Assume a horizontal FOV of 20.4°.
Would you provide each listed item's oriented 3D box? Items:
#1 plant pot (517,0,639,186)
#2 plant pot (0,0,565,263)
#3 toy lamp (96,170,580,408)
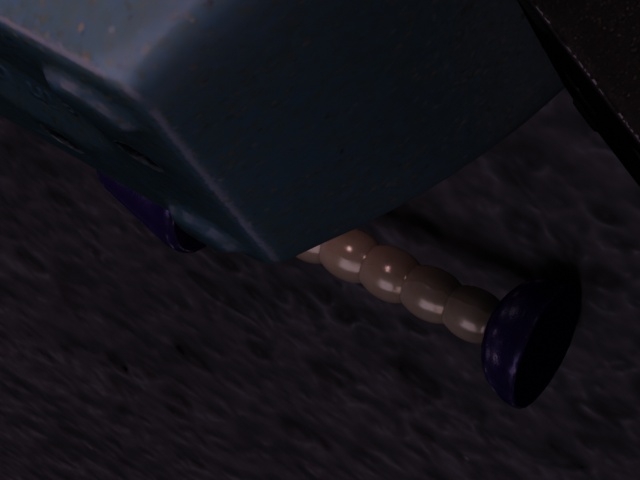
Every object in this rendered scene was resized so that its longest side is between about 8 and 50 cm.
[{"bbox_3d":[0.155,-0.056,0.449,0.187,0.167,0.188,55,-174,18],"label":"plant pot"},{"bbox_3d":[-0.020,-0.143,0.496,0.247,0.252,0.248,28,171,19],"label":"plant pot"},{"bbox_3d":[0.000,0.000,0.946,0.275,0.080,0.080,24,149,25],"label":"toy lamp"}]
